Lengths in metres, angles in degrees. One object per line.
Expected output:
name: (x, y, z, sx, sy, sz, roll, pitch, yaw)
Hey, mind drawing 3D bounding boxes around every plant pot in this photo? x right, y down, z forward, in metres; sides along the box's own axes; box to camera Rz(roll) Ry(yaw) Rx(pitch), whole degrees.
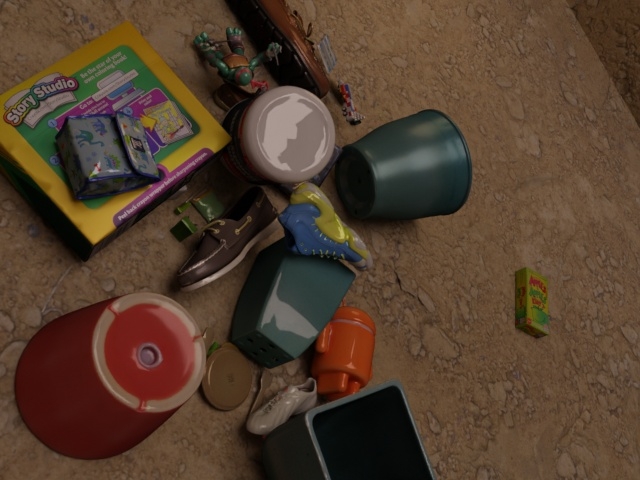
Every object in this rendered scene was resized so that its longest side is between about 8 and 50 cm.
plant pot: (0.029, 0.432, 1.471, 0.247, 0.252, 0.248, -11, 77, -41)
plant pot: (-0.073, 0.133, 1.600, 0.165, 0.166, 0.234, 40, 53, -17)
plant pot: (0.186, -0.165, 1.901, 0.255, 0.271, 0.271, -16, 80, -28)
plant pot: (-0.331, 0.213, 1.289, 0.275, 0.243, 0.275, 17, 60, -33)

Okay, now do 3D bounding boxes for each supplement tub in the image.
supplement tub: (-0.102, -0.209, 1.609, 0.191, 0.272, 0.191, -1, 93, -22)

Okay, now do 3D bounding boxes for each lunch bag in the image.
lunch bag: (-0.363, -0.151, 1.355, 0.151, 0.096, 0.129, -11, 75, -40)

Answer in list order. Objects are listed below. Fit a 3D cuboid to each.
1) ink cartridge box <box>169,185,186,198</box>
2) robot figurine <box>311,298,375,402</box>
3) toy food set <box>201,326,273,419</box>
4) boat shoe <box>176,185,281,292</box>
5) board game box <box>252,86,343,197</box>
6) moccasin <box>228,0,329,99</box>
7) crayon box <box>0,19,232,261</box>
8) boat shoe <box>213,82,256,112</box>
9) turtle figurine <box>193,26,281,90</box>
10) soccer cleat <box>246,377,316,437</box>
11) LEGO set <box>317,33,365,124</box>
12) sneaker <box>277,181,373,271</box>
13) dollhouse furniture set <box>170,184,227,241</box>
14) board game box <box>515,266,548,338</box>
ink cartridge box: (-0.344, -0.131, 1.576, 0.122, 0.052, 0.088, -4, 72, -40)
robot figurine: (0.052, 0.237, 1.673, 0.158, 0.128, 0.219, 17, 58, -8)
toy food set: (-0.186, 0.268, 1.529, 0.192, 0.038, 0.132, 42, 53, -30)
boat shoe: (-0.194, -0.006, 1.585, 0.324, 0.117, 0.096, -44, 114, -47)
board game box: (-0.086, -0.214, 1.788, 0.243, 0.042, 0.165, 36, 78, -20)
moccasin: (-0.091, -0.516, 1.926, 0.147, 0.139, 0.380, -31, 81, -35)
crayon box: (-0.404, -0.194, 1.465, 0.313, 0.106, 0.363, 48, 58, -2)
boat shoe: (-0.161, -0.308, 1.807, 0.178, 0.060, 0.064, 28, 54, -27)
turtle figurine: (-0.192, -0.405, 1.727, 0.175, 0.118, 0.234, 0, 30, -29)
soccer cleat: (-0.077, 0.327, 1.542, 0.196, 0.068, 0.076, -15, 119, -53)
LEGO set: (0.062, -0.399, 1.965, 0.182, 0.060, 0.244, -76, 147, -67)
sneaker: (0.000, 0.000, 1.562, 0.126, 0.091, 0.240, -43, 115, -5)
dollhouse furniture set: (-0.247, -0.062, 1.618, 0.076, 0.058, 0.151, 51, 47, -8)
board game box: (0.600, 0.176, 2.206, 0.092, 0.043, 0.181, 27, 55, -27)
